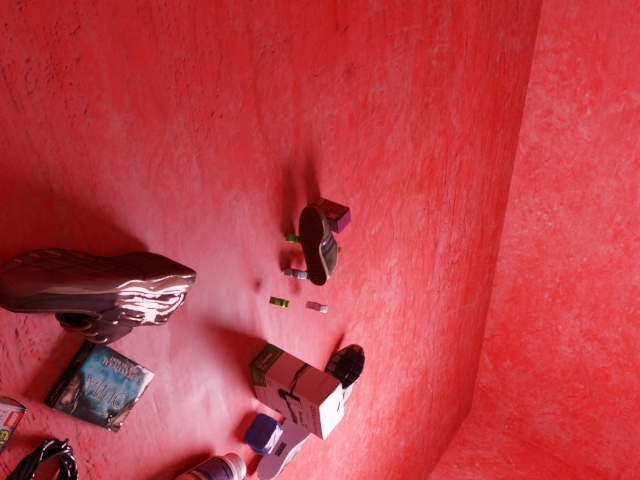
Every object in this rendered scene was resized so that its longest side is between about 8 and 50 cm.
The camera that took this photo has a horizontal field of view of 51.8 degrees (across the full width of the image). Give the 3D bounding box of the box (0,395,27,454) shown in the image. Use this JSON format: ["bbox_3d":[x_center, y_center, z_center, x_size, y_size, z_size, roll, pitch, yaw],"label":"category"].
[{"bbox_3d":[-0.512,0.312,0.914,0.207,0.036,0.114,-63,152,-9],"label":"box"}]

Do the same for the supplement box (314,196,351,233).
[{"bbox_3d":[0.022,-0.058,1.528,0.055,0.083,0.043,-46,145,-33],"label":"supplement box"}]

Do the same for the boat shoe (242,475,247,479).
[{"bbox_3d":[-0.204,0.611,1.666,0.046,0.038,0.125,-23,130,-53],"label":"boat shoe"}]

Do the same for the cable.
[{"bbox_3d":[-0.463,0.401,1.066,0.150,0.047,0.184,-18,128,-49],"label":"cable"}]

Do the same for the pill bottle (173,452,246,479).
[{"bbox_3d":[-0.247,0.542,1.481,0.169,0.094,0.094,-12,120,-57],"label":"pill bottle"}]

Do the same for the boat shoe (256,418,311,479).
[{"bbox_3d":[-0.093,0.564,1.795,0.228,0.080,0.076,-53,166,-31],"label":"boat shoe"}]

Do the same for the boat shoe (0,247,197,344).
[{"bbox_3d":[-0.323,0.094,0.987,0.355,0.132,0.130,5,105,-60],"label":"boat shoe"}]

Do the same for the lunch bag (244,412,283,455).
[{"bbox_3d":[-0.142,0.493,1.657,0.098,0.067,0.065,-55,149,-19],"label":"lunch bag"}]

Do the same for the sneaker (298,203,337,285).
[{"bbox_3d":[0.000,0.000,1.497,0.086,0.064,0.192,-40,127,-58],"label":"sneaker"}]

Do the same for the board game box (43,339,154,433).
[{"bbox_3d":[-0.371,0.251,1.127,0.126,0.026,0.186,-59,151,-16],"label":"board game box"}]

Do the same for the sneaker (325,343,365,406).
[{"bbox_3d":[0.050,0.428,1.947,0.267,0.101,0.106,-62,171,-7],"label":"sneaker"}]

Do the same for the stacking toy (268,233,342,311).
[{"bbox_3d":[-0.038,0.078,1.558,0.221,0.052,0.167,15,88,-55],"label":"stacking toy"}]

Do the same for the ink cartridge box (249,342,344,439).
[{"bbox_3d":[-0.055,0.358,1.562,0.087,0.208,0.153,-45,145,-35],"label":"ink cartridge box"}]
